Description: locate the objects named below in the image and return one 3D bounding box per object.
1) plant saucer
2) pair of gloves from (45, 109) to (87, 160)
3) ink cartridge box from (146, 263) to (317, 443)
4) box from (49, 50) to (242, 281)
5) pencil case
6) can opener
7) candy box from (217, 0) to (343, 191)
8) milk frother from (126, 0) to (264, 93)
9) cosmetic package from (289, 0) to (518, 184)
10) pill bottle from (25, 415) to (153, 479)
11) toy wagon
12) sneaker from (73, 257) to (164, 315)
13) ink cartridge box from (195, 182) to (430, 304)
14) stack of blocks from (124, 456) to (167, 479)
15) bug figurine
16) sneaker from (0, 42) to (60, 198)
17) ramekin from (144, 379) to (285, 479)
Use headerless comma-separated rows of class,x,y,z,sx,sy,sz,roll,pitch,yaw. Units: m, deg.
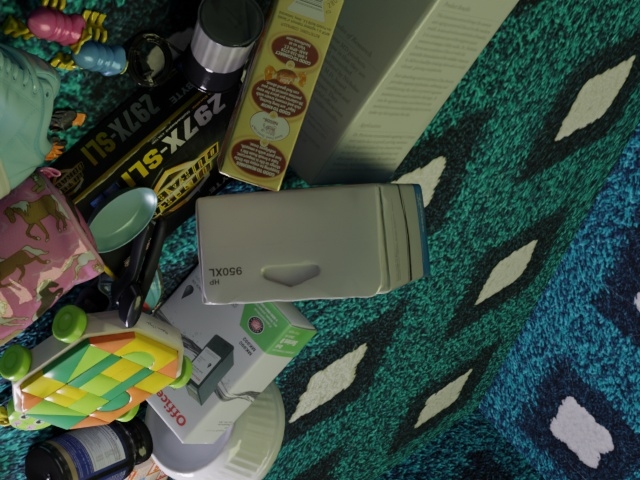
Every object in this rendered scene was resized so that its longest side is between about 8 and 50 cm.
plant saucer,-0.278,-0.034,1.808,0.119,0.021,0.119,-36,155,-19
pair of gloves,-0.346,-0.138,1.722,0.083,0.010,0.074,-54,155,22
ink cartridge box,-0.185,0.185,2.297,0.289,0.211,0.121,-49,158,10
box,-0.233,-0.109,1.883,0.322,0.079,0.257,-41,156,-6
pencil case,-0.459,0.065,1.641,0.386,0.160,0.167,-34,143,-9
can opener,-0.259,0.039,1.927,0.059,0.073,0.186,-8,131,-43
candy box,-0.047,-0.232,1.726,0.183,0.087,0.317,-122,-128,-81
milk frother,-0.162,-0.250,1.669,0.143,0.129,0.135,-42,175,-24
cosmetic package,0.115,-0.304,2.016,0.230,0.161,0.453,-4,136,-56
pill bottle,-0.415,0.395,2.391,0.219,0.123,0.123,-18,146,-47
toy wagon,-0.379,0.224,2.085,0.344,0.068,0.267,-34,141,21
sneaker,-0.336,0.105,2.092,0.125,0.104,0.262,-4,142,-24
ink cartridge box,0.000,0.000,2.059,0.285,0.166,0.395,-5,-179,13
stack of blocks,-0.426,0.474,2.557,0.297,0.087,0.171,-16,145,-49
bug figurine,-0.246,-0.295,1.538,0.279,0.072,0.216,-53,156,22
sneaker,-0.370,-0.183,1.472,0.150,0.135,0.366,-43,168,-23
ramekin,-0.211,0.345,2.485,0.273,0.273,0.127,-48,147,10
